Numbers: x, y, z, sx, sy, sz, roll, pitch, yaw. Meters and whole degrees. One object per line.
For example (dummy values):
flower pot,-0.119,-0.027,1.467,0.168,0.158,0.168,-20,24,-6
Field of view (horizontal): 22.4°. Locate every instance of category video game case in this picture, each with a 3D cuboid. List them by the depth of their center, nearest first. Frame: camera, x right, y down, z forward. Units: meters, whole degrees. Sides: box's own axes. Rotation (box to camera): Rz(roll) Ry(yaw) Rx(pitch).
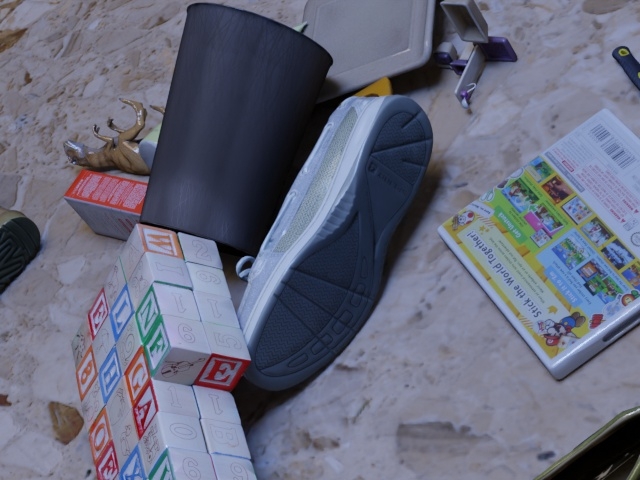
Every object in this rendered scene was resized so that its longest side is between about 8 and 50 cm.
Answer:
video game case,0.244,-0.003,1.502,0.206,0.026,0.227,-36,44,0

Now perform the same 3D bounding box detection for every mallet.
mallet,0.329,-0.143,1.555,0.062,0.039,0.189,-13,34,6

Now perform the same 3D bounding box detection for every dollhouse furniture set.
dollhouse furniture set,0.133,-0.195,1.676,0.091,0.114,0.081,9,63,35

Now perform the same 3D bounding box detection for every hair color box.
hair color box,-0.209,-0.032,1.780,0.141,0.072,0.043,14,62,38

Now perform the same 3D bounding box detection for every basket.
basket,-0.094,-0.106,1.679,0.154,0.204,0.226,15,85,18

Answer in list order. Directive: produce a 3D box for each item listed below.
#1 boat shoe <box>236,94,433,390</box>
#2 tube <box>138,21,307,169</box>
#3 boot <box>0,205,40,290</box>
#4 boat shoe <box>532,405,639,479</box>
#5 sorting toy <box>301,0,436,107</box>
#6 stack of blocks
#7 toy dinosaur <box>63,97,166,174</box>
boat shoe,-0.001,-0.002,1.583,0.103,0.118,0.320,11,71,49
tube,-0.110,-0.165,1.824,0.070,0.062,0.240,27,59,26
boot,-0.479,0.014,1.906,0.236,0.089,0.269,-42,42,-22
boat shoe,0.170,0.242,1.277,0.307,0.104,0.111,-42,43,-7
sorting toy,0.055,-0.225,1.794,0.196,0.047,0.347,-21,43,31
stack of blocks,-0.143,0.148,1.512,0.171,0.087,0.297,-57,34,31
toy dinosaur,-0.200,-0.100,1.857,0.211,0.064,0.112,15,94,35
